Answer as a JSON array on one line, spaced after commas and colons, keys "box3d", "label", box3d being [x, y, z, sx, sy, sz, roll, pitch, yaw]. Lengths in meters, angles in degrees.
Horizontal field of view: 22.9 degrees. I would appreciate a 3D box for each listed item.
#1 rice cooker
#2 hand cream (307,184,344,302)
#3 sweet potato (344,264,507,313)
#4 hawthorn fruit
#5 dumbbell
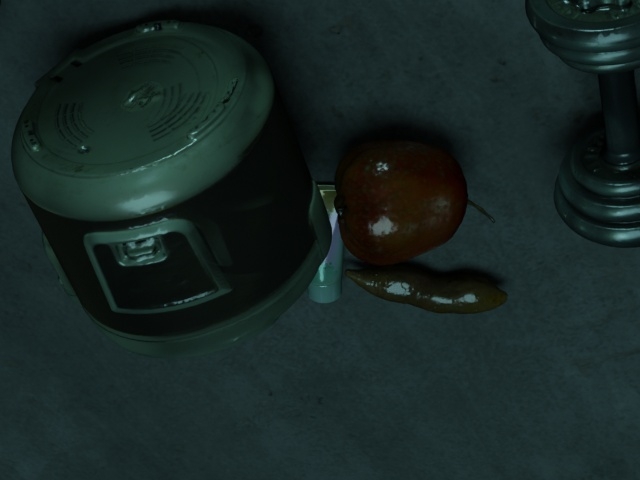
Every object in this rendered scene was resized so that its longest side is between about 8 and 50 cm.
[{"box3d": [-0.171, -0.046, 1.826, 0.335, 0.335, 0.325, -8, 133, 12], "label": "rice cooker"}, {"box3d": [0.000, 0.000, 2.051, 0.076, 0.047, 0.174, 1, 125, 6], "label": "hand cream"}, {"box3d": [0.139, 0.065, 2.092, 0.218, 0.051, 0.065, 7, 137, -1], "label": "sweet potato"}, {"box3d": [0.119, -0.053, 1.924, 0.203, 0.163, 0.163, -9, 134, -9], "label": "hawthorn fruit"}, {"box3d": [0.335, -0.160, 1.774, 0.179, 0.179, 0.406, -7, 133, 11], "label": "dumbbell"}]
